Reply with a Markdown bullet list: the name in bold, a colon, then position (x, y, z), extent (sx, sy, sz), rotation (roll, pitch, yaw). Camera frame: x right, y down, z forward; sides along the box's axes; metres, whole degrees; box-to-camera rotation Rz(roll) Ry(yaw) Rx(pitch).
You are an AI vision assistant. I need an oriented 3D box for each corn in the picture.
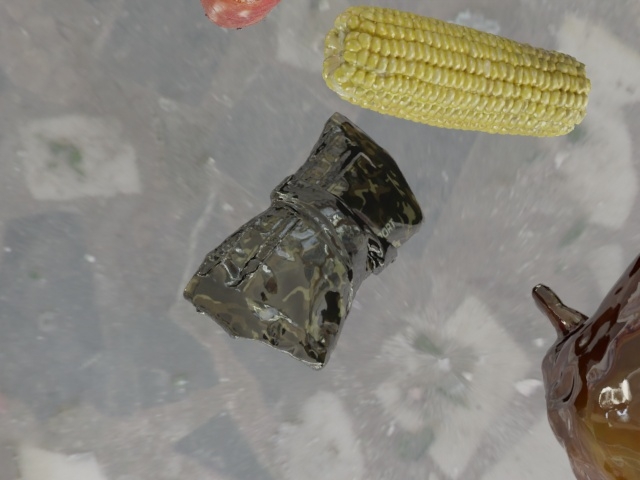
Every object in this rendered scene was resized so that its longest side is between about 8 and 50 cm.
- **corn**: position (0.120, -0.146, 1.299), extent (0.244, 0.093, 0.093), rotation (11, 86, -21)

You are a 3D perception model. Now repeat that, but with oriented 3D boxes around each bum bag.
- **bum bag**: position (0.001, 0.000, 1.009), extent (0.102, 0.069, 0.248), rotation (27, 45, 10)

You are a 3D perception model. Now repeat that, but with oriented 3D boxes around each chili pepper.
- **chili pepper**: position (-0.074, -0.275, 1.511), extent (0.084, 0.192, 0.086), rotation (39, 78, -3)

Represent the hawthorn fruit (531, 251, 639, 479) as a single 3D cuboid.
- **hawthorn fruit**: position (0.306, 0.102, 0.868), extent (0.325, 0.308, 0.308), rotation (7, 86, -4)
